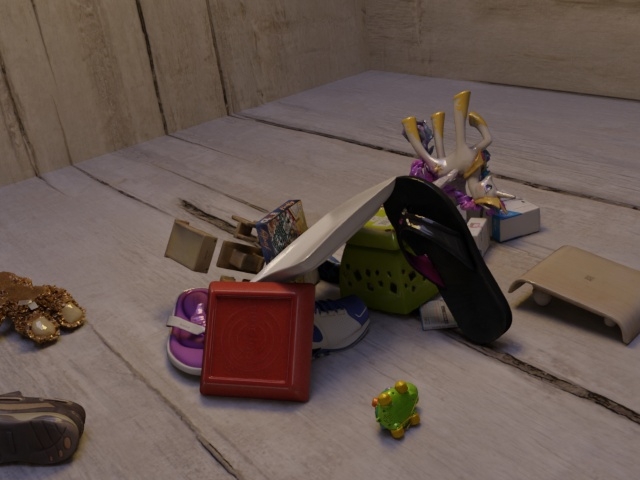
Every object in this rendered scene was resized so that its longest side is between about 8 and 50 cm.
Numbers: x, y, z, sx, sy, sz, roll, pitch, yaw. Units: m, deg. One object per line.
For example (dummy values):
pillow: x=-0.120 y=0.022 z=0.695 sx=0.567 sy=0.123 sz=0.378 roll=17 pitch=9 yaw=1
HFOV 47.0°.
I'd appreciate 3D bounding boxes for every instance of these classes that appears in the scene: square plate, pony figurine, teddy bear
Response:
square plate: x=0.000 y=0.000 z=1.763 sx=0.344 sy=0.049 sz=0.347 roll=-41 pitch=8 yaw=-30
pony figurine: x=0.365 y=-0.203 z=2.154 sx=0.351 sy=0.363 sz=0.303 roll=-21 pitch=-10 yaw=32
teddy bear: x=-0.802 y=0.195 z=2.037 sx=0.338 sy=0.113 sz=0.245 roll=9 pitch=36 yaw=18

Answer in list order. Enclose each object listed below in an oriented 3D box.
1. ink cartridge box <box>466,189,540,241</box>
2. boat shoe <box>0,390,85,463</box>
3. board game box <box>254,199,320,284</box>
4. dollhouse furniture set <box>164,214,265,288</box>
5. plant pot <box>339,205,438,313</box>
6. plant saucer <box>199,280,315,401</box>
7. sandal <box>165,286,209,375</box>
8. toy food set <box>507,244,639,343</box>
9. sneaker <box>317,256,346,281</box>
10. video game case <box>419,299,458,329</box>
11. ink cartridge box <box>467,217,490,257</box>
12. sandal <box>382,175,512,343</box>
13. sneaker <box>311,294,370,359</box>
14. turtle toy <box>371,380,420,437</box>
ink cartridge box: x=0.547 y=-0.077 z=2.217 sx=0.139 sy=0.082 sz=0.190 roll=-16 pitch=27 yaw=-16
boat shoe: x=-0.663 y=0.391 z=1.549 sx=0.355 sy=0.132 sz=0.130 roll=4 pitch=16 yaw=6
board game box: x=-0.084 y=0.033 z=1.972 sx=0.042 sy=0.243 sz=0.165 roll=1 pitch=25 yaw=34
dollhouse furniture set: x=-0.265 y=0.033 z=1.972 sx=0.242 sy=0.212 sz=0.161 roll=14 pitch=5 yaw=-42
plant pot: x=0.186 y=0.037 z=1.914 sx=0.227 sy=0.207 sz=0.228 roll=9 pitch=28 yaw=42
plant saucer: x=-0.147 y=0.216 z=1.615 sx=0.259 sy=0.258 sz=0.048 roll=0 pitch=-12 yaw=18
sandal: x=-0.314 y=0.204 z=1.843 sx=0.169 sy=0.102 sz=0.416 roll=-14 pitch=24 yaw=-12
toy food set: x=0.638 y=0.128 z=1.763 sx=0.219 sy=0.092 sz=0.306 roll=-27 pitch=39 yaw=-37
sneaker: x=0.009 y=0.056 z=2.094 sx=0.081 sy=0.080 sz=0.211 roll=-27 pitch=31 yaw=-31
video game case: x=0.329 y=0.178 z=1.812 sx=0.166 sy=0.015 sz=0.119 roll=-6 pitch=24 yaw=5
ink cartridge box: x=0.436 y=-0.001 z=2.075 sx=0.052 sy=0.089 sz=0.122 roll=3 pitch=26 yaw=28
sandal: x=0.276 y=0.035 z=1.683 sx=0.107 sy=0.446 sz=0.167 roll=-18 pitch=-20 yaw=-48
sneaker: x=-0.026 y=0.178 z=1.718 sx=0.315 sy=0.182 sz=0.127 roll=-24 pitch=31 yaw=-29
turtle toy: x=0.153 y=0.328 z=1.469 sx=0.130 sy=0.095 sz=0.066 roll=-27 pitch=9 yaw=-36
